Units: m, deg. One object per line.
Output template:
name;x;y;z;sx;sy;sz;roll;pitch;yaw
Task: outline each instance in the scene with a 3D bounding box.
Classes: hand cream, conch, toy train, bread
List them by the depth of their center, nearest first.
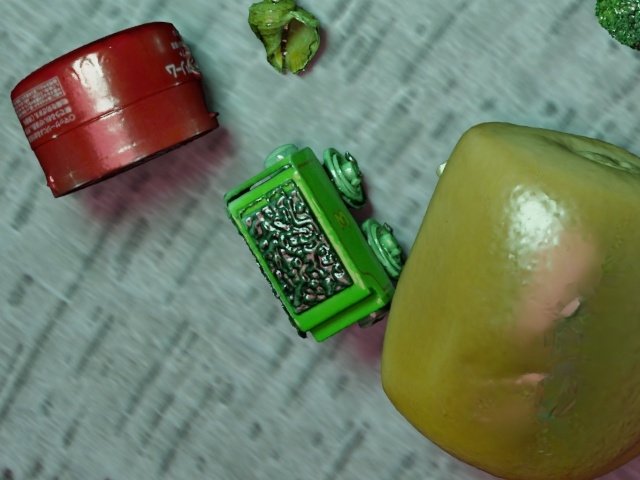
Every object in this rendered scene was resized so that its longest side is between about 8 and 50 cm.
bread;0.264;0.084;1.850;0.348;0.253;0.376;20;108;-7
toy train;0.000;0.000;1.944;0.132;0.188;0.243;-30;92;20
hand cream;-0.247;-0.156;1.959;0.230;0.230;0.149;-26;93;18
conch;-0.041;-0.251;1.961;0.089;0.074;0.121;17;130;33

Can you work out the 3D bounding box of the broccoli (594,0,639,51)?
broccoli;0.404;-0.323;1.773;0.269;0.261;0.241;-53;47;15
